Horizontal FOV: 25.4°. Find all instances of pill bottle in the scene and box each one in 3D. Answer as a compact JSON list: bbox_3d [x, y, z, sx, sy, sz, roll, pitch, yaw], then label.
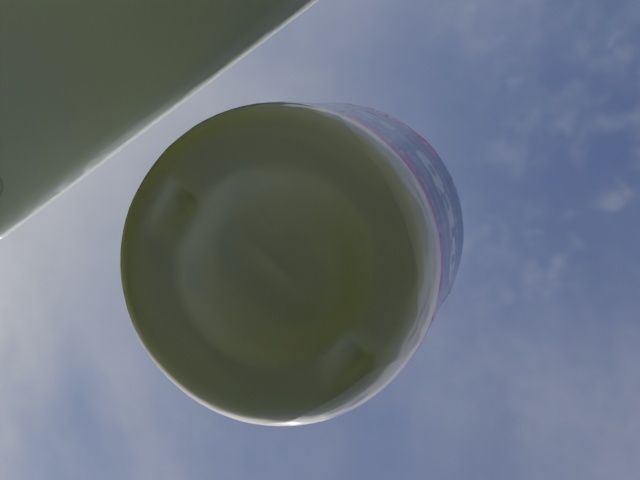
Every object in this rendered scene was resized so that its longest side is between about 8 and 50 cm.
[{"bbox_3d":[0.000,0.000,0.820,0.161,0.161,0.283,-65,174,9],"label":"pill bottle"}]

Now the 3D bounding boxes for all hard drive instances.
[{"bbox_3d":[-0.157,-0.169,0.933,0.307,0.203,0.040,-36,-170,11],"label":"hard drive"}]
